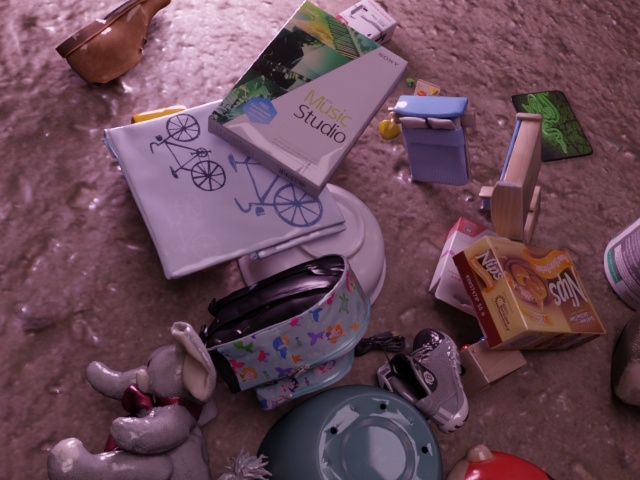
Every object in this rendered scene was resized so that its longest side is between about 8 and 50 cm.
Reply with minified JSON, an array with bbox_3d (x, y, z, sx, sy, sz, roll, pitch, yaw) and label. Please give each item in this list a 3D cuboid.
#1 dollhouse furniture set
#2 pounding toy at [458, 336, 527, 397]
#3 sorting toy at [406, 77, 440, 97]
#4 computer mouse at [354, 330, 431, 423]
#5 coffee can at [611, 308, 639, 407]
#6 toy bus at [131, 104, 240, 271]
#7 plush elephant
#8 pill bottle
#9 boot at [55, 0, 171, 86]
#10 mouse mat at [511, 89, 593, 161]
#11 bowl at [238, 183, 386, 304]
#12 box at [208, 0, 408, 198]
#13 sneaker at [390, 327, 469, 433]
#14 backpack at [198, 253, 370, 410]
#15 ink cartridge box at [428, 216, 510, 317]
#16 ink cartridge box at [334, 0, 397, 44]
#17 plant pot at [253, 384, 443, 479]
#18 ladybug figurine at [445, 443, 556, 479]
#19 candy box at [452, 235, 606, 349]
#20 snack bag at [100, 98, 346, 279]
[{"bbox_3d":[0.265,-0.107,1.467,0.303,0.286,0.198,9,51,23],"label":"dollhouse furniture set"},{"bbox_3d":[0.265,0.227,1.347,0.130,0.141,0.100,-15,67,-37],"label":"pounding toy"},{"bbox_3d":[0.231,-0.341,1.693,0.083,0.012,0.062,21,60,-4],"label":"sorting toy"},{"bbox_3d":[0.134,0.256,1.338,0.105,0.042,0.193,-10,60,-25],"label":"computer mouse"},{"bbox_3d":[0.728,0.254,1.402,0.275,0.201,0.202,20,60,-4],"label":"coffee can"},{"bbox_3d":[-0.248,-0.092,1.365,0.108,0.130,0.333,-16,68,-24],"label":"toy bus"},{"bbox_3d":[-0.249,0.262,1.110,0.329,0.272,0.256,-4,55,-15],"label":"plush elephant"},{"bbox_3d":[0.738,-0.007,1.451,0.204,0.361,0.204,6,62,-12],"label":"pill bottle"},{"bbox_3d":[-0.400,-0.426,1.539,0.115,0.112,0.305,53,53,-19],"label":"boot"},{"bbox_3d":[0.543,-0.272,1.744,0.152,0.007,0.190,-10,65,-20],"label":"mouse mat"},{"bbox_3d":[0.000,0.000,1.383,0.297,0.134,0.298,7,61,-12],"label":"bowl"},{"bbox_3d":[-0.018,-0.262,1.344,0.232,0.058,0.322,32,66,4],"label":"box"},{"bbox_3d":[0.168,0.204,1.241,0.132,0.086,0.229,34,22,-24],"label":"sneaker"},{"bbox_3d":[-0.039,0.138,1.208,0.253,0.225,0.191,-30,106,13],"label":"backpack"},{"bbox_3d":[0.289,0.066,1.463,0.115,0.067,0.198,26,58,0],"label":"ink cartridge box"},{"bbox_3d":[0.093,-0.486,1.707,0.099,0.056,0.135,45,62,11],"label":"ink cartridge box"},{"bbox_3d":[0.056,0.358,1.150,0.292,0.235,0.293,6,62,-12],"label":"plant pot"},{"bbox_3d":[0.333,0.523,1.119,0.305,0.161,0.450,-20,84,-45],"label":"ladybug figurine"},{"bbox_3d":[0.392,0.104,1.376,0.316,0.087,0.183,9,55,-46],"label":"candy box"},{"bbox_3d":[-0.166,-0.102,1.297,0.342,0.037,0.323,-20,69,-23],"label":"snack bag"}]
